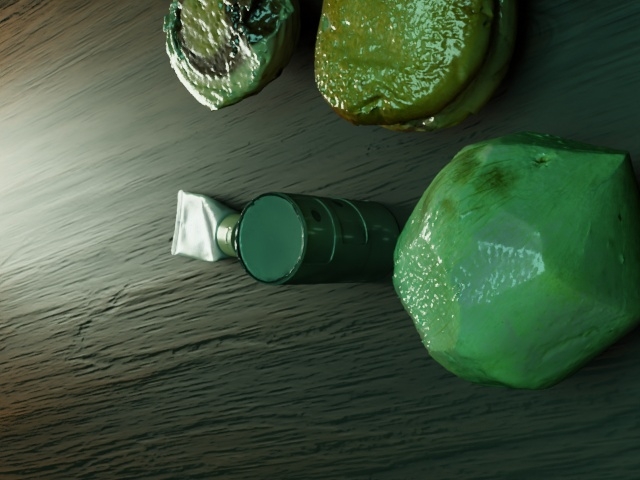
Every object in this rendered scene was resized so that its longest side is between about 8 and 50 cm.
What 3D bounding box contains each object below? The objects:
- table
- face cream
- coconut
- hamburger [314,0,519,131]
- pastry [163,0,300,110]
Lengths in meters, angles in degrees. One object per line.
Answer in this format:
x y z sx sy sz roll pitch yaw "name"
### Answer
0.000 0.000 1.415 0.126 0.220 0.126 -2 87 39 "table"
-0.182 -0.019 1.678 0.224 0.070 0.114 10 94 51 "face cream"
0.248 0.010 1.183 0.328 0.281 0.328 -50 22 28 "coconut"
0.124 -0.303 1.361 0.290 0.170 0.314 10 93 36 "hamburger"
-0.126 -0.339 1.578 0.256 0.170 0.236 37 130 29 "pastry"
